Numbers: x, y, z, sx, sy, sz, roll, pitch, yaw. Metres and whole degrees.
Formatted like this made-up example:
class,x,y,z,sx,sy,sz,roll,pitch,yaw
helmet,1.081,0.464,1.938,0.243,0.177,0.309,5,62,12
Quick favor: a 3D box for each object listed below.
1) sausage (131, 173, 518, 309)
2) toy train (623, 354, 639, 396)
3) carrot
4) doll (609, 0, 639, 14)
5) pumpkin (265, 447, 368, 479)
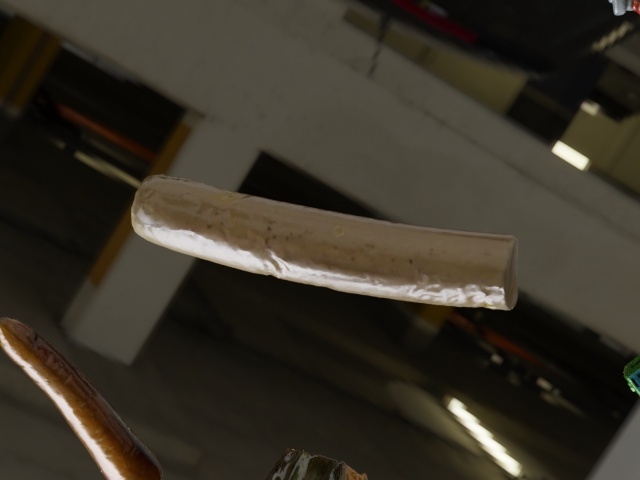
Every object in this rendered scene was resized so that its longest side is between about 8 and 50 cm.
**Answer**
class,x,y,z,sx,sy,sz,roll,pitch,yaw
sausage,0.000,0.002,1.127,0.301,0.065,0.066,10,-178,14
toy train,0.319,0.178,1.194,0.209,0.042,0.044,52,-165,-1
carrot,-0.161,0.110,1.003,0.037,0.037,0.190,42,166,54
doll,0.338,-0.196,1.351,0.180,0.079,0.094,21,-150,-15
pumpkin,-0.017,0.276,1.046,0.095,0.290,0.258,28,-148,-32
